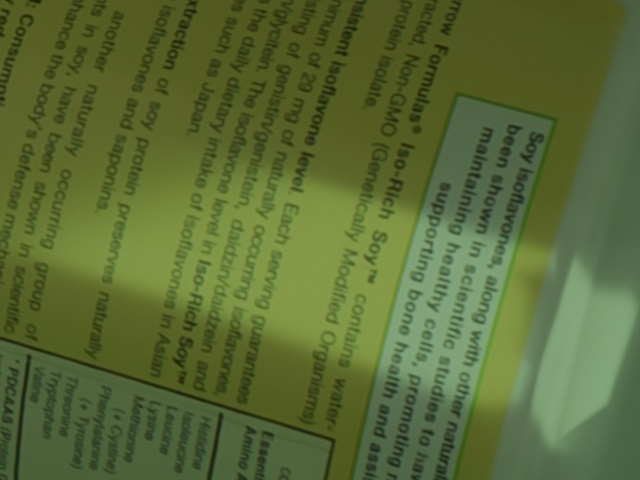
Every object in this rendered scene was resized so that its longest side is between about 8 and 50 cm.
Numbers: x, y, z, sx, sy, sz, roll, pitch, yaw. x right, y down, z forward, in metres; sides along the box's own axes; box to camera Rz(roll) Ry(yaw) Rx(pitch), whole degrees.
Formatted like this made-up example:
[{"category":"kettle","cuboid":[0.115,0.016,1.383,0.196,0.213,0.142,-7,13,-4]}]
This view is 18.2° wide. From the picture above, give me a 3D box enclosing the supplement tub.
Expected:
[{"category":"supplement tub","cuboid":[0.000,0.000,0.515,0.331,0.241,0.241,16,100,12]}]
